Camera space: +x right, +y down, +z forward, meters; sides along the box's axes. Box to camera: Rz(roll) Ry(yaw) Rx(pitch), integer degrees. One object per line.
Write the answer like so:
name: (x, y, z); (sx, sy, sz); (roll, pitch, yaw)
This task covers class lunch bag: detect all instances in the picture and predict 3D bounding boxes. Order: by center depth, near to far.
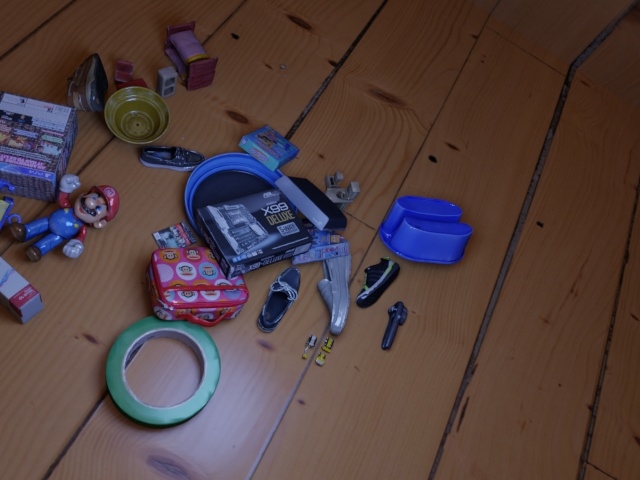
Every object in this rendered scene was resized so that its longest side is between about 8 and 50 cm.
lunch bag: (-0.376, 0.148, 1.779); (0.293, 0.120, 0.258); (1, 51, -34)

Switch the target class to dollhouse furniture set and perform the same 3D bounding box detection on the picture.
dollhouse furniture set: (0.051, -0.202, 2.115); (0.101, 0.182, 0.160); (-2, 65, -21)
dollhouse furniture set: (-0.590, -0.647, 2.132); (0.374, 0.152, 0.201); (-27, 75, -29)

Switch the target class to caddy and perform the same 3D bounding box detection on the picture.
caddy: (0.391, -0.026, 2.154); (0.342, 0.179, 0.241); (6, 40, -17)

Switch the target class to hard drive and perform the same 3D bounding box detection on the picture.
hard drive: (-0.026, -0.132, 1.998); (0.254, 0.054, 0.172); (46, 24, 24)

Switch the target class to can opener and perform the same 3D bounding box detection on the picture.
can opener: (0.254, 0.293, 2.005); (0.073, 0.059, 0.186); (29, 58, -4)

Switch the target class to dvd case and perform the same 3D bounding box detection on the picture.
dvd case: (-0.483, -0.007, 1.924); (0.120, 0.013, 0.087); (-25, 74, -30)

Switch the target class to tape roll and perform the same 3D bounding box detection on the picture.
tape roll: (-0.458, 0.379, 1.697); (0.322, 0.077, 0.321); (8, 62, -15)

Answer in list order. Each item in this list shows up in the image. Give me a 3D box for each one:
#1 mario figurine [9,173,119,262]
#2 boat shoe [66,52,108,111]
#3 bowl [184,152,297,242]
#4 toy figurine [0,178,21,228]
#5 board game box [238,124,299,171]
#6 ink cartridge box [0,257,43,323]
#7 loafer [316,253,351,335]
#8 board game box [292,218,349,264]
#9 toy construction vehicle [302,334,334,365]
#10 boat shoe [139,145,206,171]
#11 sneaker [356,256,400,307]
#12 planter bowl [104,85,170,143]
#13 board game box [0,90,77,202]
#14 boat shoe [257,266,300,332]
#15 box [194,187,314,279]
mario figurine: (-0.761, -0.075, 1.757); (0.321, 0.198, 0.170); (-36, 40, -24)
boat shoe: (-0.806, -0.543, 1.983); (0.120, 0.122, 0.324); (-11, 40, -6)
bowl: (-0.278, -0.123, 2.020); (0.392, 0.077, 0.390); (8, 62, -16)
toy figurine: (-0.979, -0.061, 1.664); (0.217, 0.191, 0.362); (26, 90, -42)
board game box: (-0.185, -0.341, 2.128); (0.160, 0.047, 0.210); (38, 28, 3)
ink cartridge box: (-0.879, 0.136, 1.640); (0.175, 0.127, 0.072); (41, 57, 4)
loafer: (0.041, 0.171, 1.969); (0.112, 0.112, 0.319); (8, 52, -6)
board game box: (0.000, 0.000, 2.016); (0.194, 0.060, 0.194); (-1, 38, 1)
toy construction vehicle: (-0.010, 0.354, 1.899); (0.086, 0.035, 0.098); (30, 60, -16)
boat shoe: (-0.512, -0.297, 2.025); (0.229, 0.076, 0.080); (4, 63, -18)
sneaker: (0.186, 0.145, 2.063); (0.097, 0.084, 0.235); (32, 53, 26)
planter bowl: (-0.639, -0.421, 2.027); (0.217, 0.090, 0.217); (5, 74, -18)
board game box: (-0.926, -0.295, 1.837); (0.232, 0.141, 0.290); (12, 61, -14)
boat shoe: (-0.130, 0.183, 1.912); (0.095, 0.079, 0.254); (34, 58, 0)
box: (-0.213, -0.031, 1.873); (0.308, 0.076, 0.242); (-18, 61, -31)
